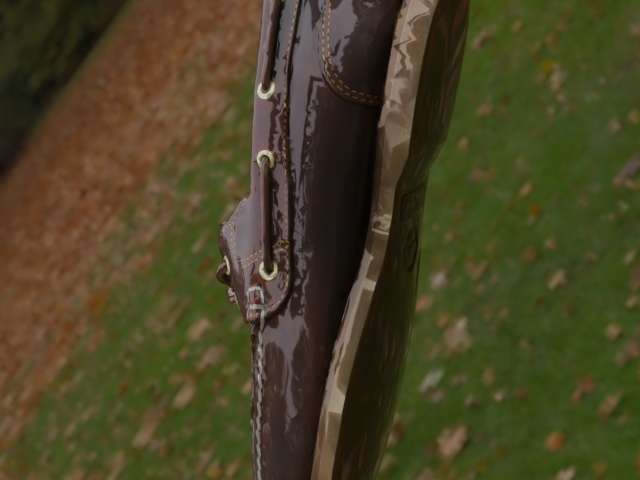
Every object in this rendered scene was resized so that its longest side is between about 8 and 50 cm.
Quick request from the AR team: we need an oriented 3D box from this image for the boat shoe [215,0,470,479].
[{"bbox_3d":[0.000,0.000,0.641,0.073,0.073,0.207,-6,-73,-73],"label":"boat shoe"}]
